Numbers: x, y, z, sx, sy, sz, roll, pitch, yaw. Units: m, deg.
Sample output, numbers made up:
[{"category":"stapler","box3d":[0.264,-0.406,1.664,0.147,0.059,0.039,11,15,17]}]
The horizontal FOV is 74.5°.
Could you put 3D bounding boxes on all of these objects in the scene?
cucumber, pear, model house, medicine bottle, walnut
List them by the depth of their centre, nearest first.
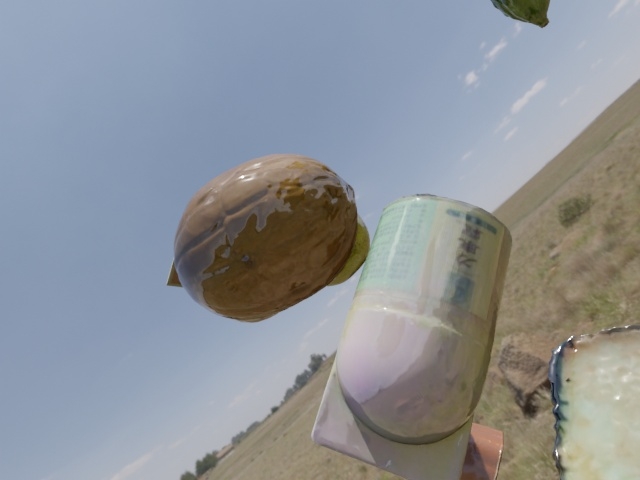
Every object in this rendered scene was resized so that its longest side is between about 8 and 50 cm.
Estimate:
[{"category":"walnut","box3d":[-0.054,-0.006,0.453,0.207,0.167,0.167,-30,-15,-6]},{"category":"medicine bottle","box3d":[0.154,0.156,0.684,0.236,0.235,0.407,101,-170,-68]},{"category":"cucumber","box3d":[0.376,-0.518,0.820,0.134,0.244,0.134,-40,15,13]},{"category":"model house","box3d":[0.795,0.486,0.974,0.394,0.400,0.446,-27,31,33]},{"category":"pear","box3d":[0.000,0.000,1.192,0.294,0.294,0.294,-38,-14,-11]}]

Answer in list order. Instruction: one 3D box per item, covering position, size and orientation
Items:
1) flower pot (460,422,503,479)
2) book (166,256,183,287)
[{"category":"flower pot","box3d":[0.367,0.562,1.098,0.190,0.173,0.191,-45,-38,-51]},{"category":"book","box3d":[-0.367,0.086,1.392,0.241,0.018,0.170,12,-76,-33]}]
